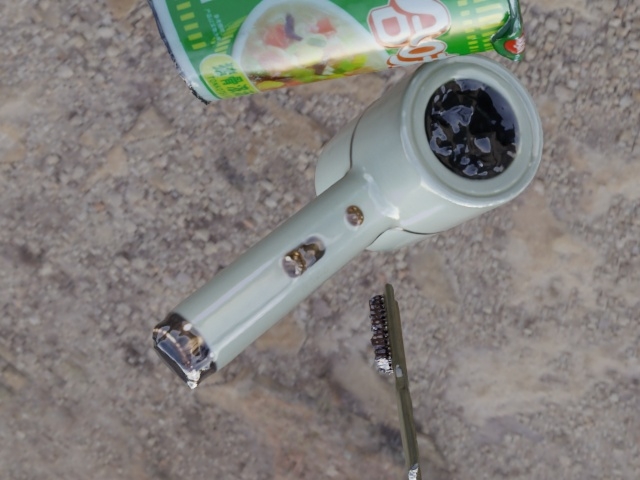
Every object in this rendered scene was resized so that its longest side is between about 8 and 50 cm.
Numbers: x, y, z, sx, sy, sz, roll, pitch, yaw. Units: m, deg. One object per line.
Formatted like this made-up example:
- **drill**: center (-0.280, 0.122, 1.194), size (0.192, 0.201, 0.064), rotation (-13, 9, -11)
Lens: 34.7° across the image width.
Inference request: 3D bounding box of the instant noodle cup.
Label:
- **instant noodle cup**: center (0.005, -0.194, 0.711), size (0.232, 0.207, 0.207), rotation (-15, 119, 9)

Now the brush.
- **brush**: center (0.079, 0.151, 1.102), size (0.036, 0.248, 0.043), rotation (-15, 135, 10)

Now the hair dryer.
- **hair dryer**: center (0.000, 0.000, 0.825), size (0.128, 0.362, 0.203), rotation (53, 156, -4)
